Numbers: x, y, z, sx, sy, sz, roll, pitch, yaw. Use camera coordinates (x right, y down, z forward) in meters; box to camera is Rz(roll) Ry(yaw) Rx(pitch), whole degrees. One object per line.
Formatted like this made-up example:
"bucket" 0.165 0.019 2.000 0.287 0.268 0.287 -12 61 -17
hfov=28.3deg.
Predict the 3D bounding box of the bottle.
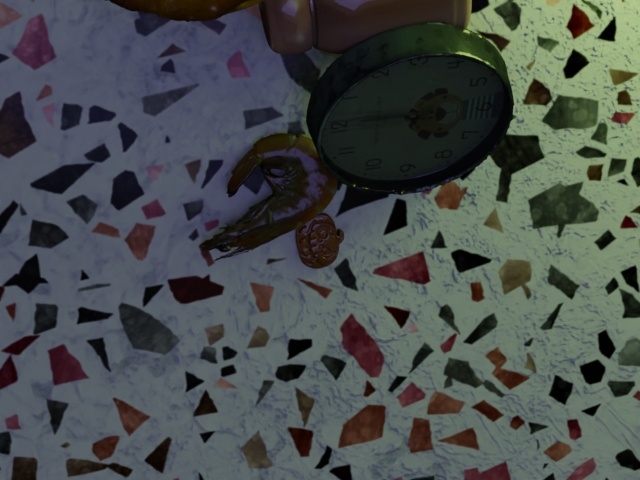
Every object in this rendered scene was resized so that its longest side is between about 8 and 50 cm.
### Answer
"bottle" 0.050 -0.368 1.827 0.297 0.173 0.206 -12 72 -5

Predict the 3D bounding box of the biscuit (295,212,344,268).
"biscuit" 0.000 0.000 2.020 0.078 0.015 0.091 -14 110 -3

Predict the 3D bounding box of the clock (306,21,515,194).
"clock" 0.136 -0.186 1.872 0.313 0.061 0.312 -9 143 -7

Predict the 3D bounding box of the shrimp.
"shrimp" -0.087 -0.063 1.963 0.249 0.068 0.150 -42 98 1

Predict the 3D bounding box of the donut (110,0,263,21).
"donut" -0.179 -0.507 1.694 0.378 0.163 0.435 5 96 17
